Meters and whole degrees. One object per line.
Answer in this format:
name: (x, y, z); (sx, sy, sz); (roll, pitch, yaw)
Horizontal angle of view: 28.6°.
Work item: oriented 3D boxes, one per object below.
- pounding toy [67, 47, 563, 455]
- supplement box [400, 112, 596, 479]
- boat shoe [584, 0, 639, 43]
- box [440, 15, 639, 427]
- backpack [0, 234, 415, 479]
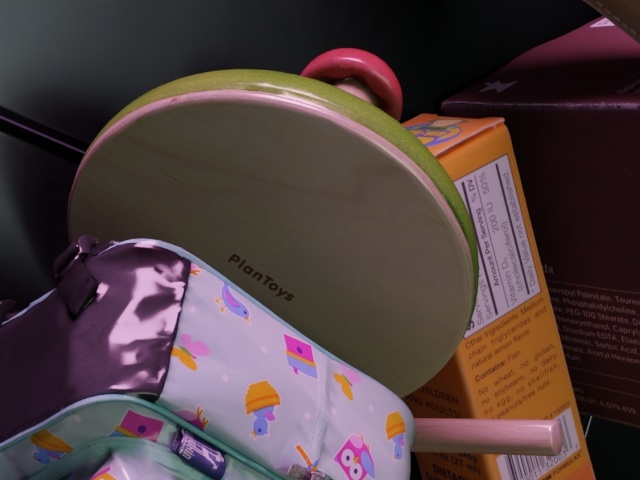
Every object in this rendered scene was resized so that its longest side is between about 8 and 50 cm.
pounding toy: (0.000, 0.000, 0.594); (0.237, 0.182, 0.110); (59, 31, -30)
supplement box: (0.081, 0.051, 0.696); (0.080, 0.078, 0.234); (-25, 110, -29)
boat shoe: (0.099, -0.186, 0.609); (0.094, 0.109, 0.302); (-34, 74, -11)
box: (0.204, -0.017, 0.723); (0.168, 0.167, 0.203); (-31, 113, -30)
backpack: (-0.055, 0.105, 0.523); (0.188, 0.166, 0.144); (28, 46, -34)
